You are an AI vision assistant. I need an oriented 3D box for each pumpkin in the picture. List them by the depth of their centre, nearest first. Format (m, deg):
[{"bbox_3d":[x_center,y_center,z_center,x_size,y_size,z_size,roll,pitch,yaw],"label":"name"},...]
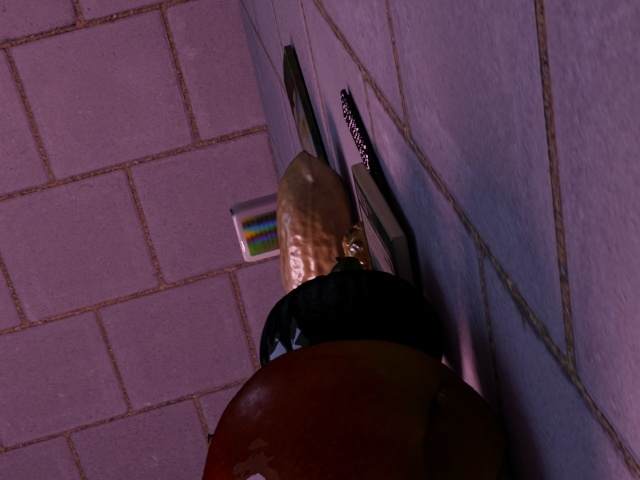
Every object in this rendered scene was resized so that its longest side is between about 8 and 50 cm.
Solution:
[{"bbox_3d":[0.038,0.119,1.534,0.248,0.248,0.248,165,90,-85],"label":"pumpkin"}]

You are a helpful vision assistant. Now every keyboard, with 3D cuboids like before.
[{"bbox_3d":[0.065,-0.141,1.709,0.061,0.013,0.204,79,173,-52],"label":"keyboard"}]

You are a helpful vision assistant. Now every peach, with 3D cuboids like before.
[{"bbox_3d":[0.037,0.288,1.289,0.370,0.370,0.370,165,90,-85],"label":"peach"}]

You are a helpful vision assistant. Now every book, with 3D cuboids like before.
[{"bbox_3d":[0.104,0.041,1.673,0.202,0.027,0.264,-117,10,-52],"label":"book"},{"bbox_3d":[-0.032,-0.250,2.402,0.201,0.026,0.289,101,153,-76],"label":"book"}]

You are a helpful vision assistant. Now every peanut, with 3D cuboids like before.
[{"bbox_3d":[-0.001,0.004,2.110,0.174,0.158,0.340,-48,-38,-41],"label":"peanut"}]

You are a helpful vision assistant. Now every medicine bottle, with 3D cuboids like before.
[{"bbox_3d":[-0.060,-0.040,2.227,0.078,0.219,0.115,-115,10,-65],"label":"medicine bottle"}]

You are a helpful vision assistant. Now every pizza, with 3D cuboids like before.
[{"bbox_3d":[0.078,0.060,1.934,0.292,0.058,0.197,-116,12,-66],"label":"pizza"}]
